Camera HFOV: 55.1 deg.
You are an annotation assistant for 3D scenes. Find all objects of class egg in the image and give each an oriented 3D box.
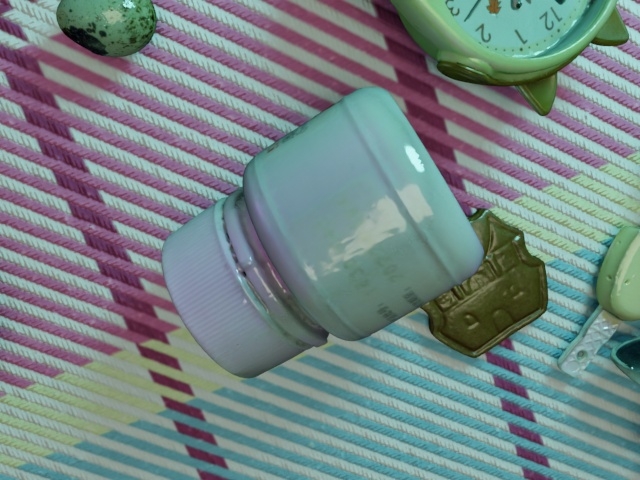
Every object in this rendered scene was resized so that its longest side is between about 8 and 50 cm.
[{"bbox_3d":[-0.240,-0.250,0.690,0.110,0.085,0.085,-3,104,-5],"label":"egg"}]

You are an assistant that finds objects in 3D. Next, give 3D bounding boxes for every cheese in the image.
[{"bbox_3d":[0.419,0.084,0.858,0.127,0.050,0.255,33,99,-15],"label":"cheese"}]

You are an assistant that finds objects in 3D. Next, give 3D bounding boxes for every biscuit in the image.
[{"bbox_3d":[0.208,0.048,0.836,0.182,0.034,0.215,-34,105,2],"label":"biscuit"}]

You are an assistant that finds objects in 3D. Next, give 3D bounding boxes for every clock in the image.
[{"bbox_3d":[0.202,-0.320,0.691,0.286,0.117,0.348,-42,108,-4],"label":"clock"}]

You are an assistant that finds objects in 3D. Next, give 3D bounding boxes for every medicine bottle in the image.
[{"bbox_3d":[0.000,0.000,0.696,0.302,0.241,0.241,-32,105,11],"label":"medicine bottle"}]

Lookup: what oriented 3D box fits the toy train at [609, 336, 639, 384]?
[{"bbox_3d":[0.597,0.165,0.869,0.406,0.086,0.088,-8,117,-7],"label":"toy train"}]
